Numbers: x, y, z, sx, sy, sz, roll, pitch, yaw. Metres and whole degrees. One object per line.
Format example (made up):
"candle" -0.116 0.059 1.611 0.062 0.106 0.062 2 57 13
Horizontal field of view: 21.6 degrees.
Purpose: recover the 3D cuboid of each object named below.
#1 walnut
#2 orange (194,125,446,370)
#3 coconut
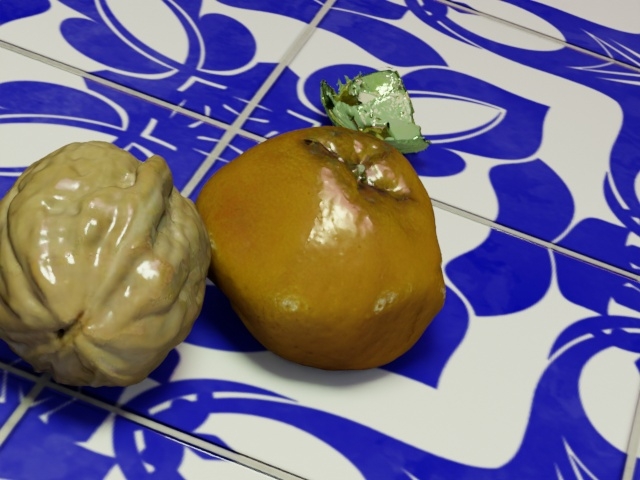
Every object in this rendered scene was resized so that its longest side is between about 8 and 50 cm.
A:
"walnut" -0.190 0.017 1.426 0.198 0.198 0.245 16 34 -1
"orange" 0.000 0.000 1.533 0.249 0.183 0.249 12 32 -8
"coconut" 0.059 -0.141 1.880 0.133 0.055 0.158 12 32 -4
